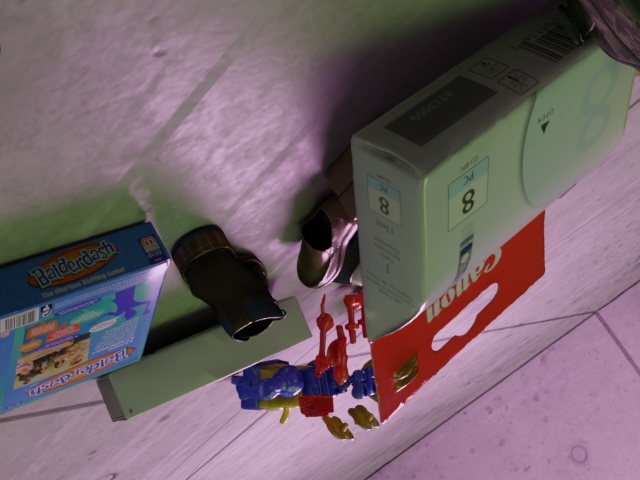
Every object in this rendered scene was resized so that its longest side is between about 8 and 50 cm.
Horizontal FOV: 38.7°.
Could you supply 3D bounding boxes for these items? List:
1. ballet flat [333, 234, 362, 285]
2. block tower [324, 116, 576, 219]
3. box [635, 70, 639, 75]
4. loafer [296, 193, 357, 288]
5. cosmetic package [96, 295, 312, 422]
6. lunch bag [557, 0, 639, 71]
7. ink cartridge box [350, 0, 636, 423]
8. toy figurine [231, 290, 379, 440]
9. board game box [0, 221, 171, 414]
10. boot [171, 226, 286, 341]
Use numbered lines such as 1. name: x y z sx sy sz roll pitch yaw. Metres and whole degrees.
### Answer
1. ballet flat: 0.069 0.013 1.097 0.074 0.074 0.203 -15 154 -37
2. block tower: 0.155 -0.066 1.011 0.335 0.091 0.097 -5 148 -49
3. box: 0.438 -0.265 1.050 0.164 0.021 0.201 -11 151 -43
4. loafer: 0.000 0.000 1.000 0.050 0.056 0.148 -15 144 -35
5. cosmetic package: -0.137 0.138 1.076 0.239 0.061 0.099 -22 178 -25
6. lunch bag: 0.305 -0.261 0.641 0.305 0.213 0.256 -35 176 12
7. ink cartridge box: 0.175 -0.007 0.895 0.308 0.091 0.385 -37 139 -28
8. toy figurine: -0.021 0.176 1.321 0.217 0.191 0.362 -7 176 22
9. board game box: -0.235 0.077 0.851 0.160 0.047 0.210 -20 156 -30
10. boot: -0.084 0.070 0.959 0.082 0.106 0.219 -33 159 3
